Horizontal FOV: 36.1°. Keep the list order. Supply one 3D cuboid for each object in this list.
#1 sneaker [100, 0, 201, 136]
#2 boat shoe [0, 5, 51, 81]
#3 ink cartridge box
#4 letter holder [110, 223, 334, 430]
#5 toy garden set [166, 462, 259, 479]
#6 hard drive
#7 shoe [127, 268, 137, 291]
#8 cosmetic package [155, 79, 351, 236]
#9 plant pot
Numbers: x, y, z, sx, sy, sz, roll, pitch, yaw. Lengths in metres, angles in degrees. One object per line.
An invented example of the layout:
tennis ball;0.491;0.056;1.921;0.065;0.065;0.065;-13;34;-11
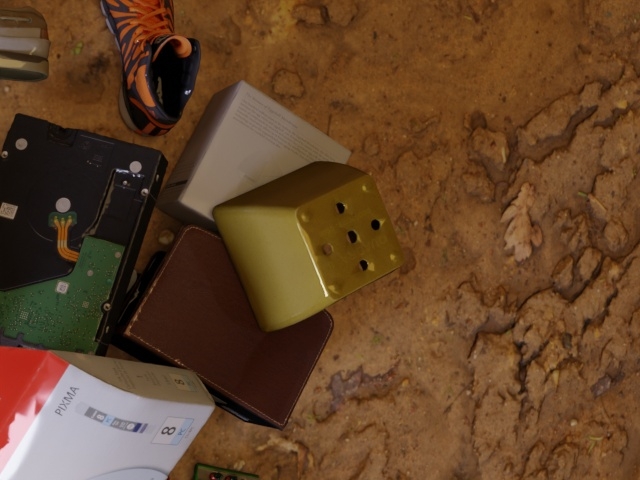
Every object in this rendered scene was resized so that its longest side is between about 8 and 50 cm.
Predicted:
sneaker;-0.251;-0.327;1.515;0.125;0.180;0.321;-12;93;-27
boat shoe;-0.542;-0.304;1.412;0.302;0.113;0.103;5;84;-37
ink cartridge box;-0.372;0.295;1.325;0.385;0.091;0.308;17;114;-47
letter holder;-0.159;0.131;1.556;0.302;0.152;0.214;35;71;-21
toy garden set;-0.191;0.454;1.514;0.204;0.049;0.244;16;50;-20
hard drive;-0.386;0.003;1.439;0.237;0.064;0.338;14;78;5
shoe;-0.361;0.084;1.508;0.178;0.081;0.063;-47;142;6
cosmetic package;-0.109;-0.100;1.599;0.224;0.138;0.224;32;75;-22
plant pot;0.000;0.000;1.464;0.212;0.187;0.212;-27;98;-28
